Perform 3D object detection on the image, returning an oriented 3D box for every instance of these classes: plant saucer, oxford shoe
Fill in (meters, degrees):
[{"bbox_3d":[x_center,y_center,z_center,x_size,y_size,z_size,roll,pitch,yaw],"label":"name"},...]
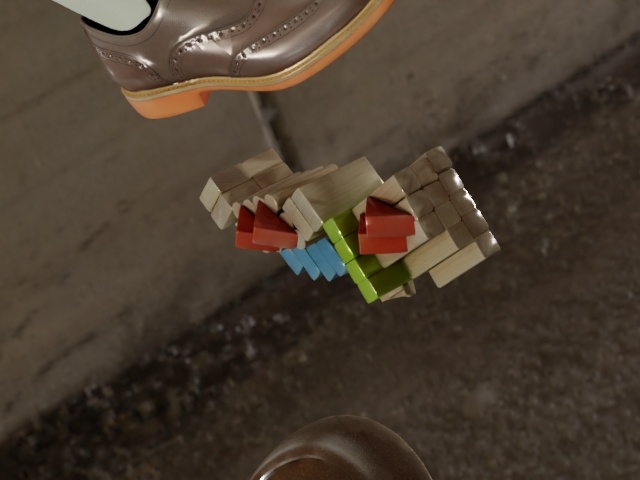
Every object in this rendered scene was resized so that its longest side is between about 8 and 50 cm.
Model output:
[{"bbox_3d":[-0.002,0.318,1.341,0.050,0.311,0.310,15,-2,-41],"label":"plant saucer"},{"bbox_3d":[-0.081,-0.222,1.362,0.363,0.133,0.130,-17,42,32],"label":"oxford shoe"}]

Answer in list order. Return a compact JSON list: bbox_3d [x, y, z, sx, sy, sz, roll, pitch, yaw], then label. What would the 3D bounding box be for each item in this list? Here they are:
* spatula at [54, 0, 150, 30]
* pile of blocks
[{"bbox_3d":[-0.173,-0.209,0.775,0.168,0.242,0.019,-26,40,53],"label":"spatula"},{"bbox_3d":[0.000,0.000,1.331,0.112,0.149,0.362,-27,18,-32],"label":"pile of blocks"}]
